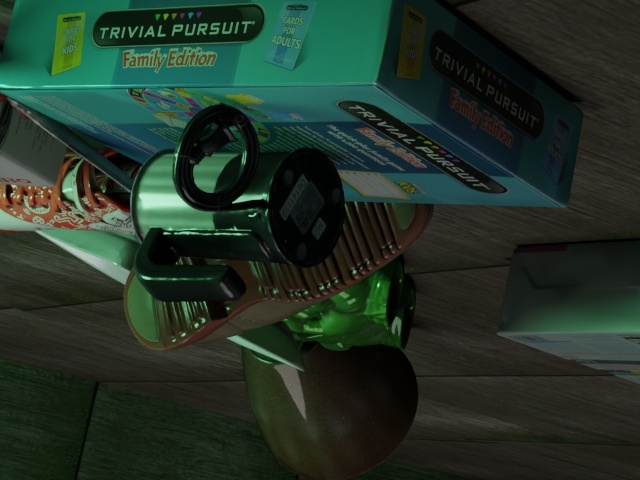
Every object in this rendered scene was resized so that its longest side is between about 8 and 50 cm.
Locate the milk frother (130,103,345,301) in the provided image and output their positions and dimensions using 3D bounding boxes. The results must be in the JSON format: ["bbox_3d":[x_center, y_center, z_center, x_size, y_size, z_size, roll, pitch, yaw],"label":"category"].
[{"bbox_3d":[-0.080,-0.039,1.291,0.135,0.129,0.143,1,121,39],"label":"milk frother"}]

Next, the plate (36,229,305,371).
[{"bbox_3d":[-0.175,0.045,2.078,0.278,0.045,0.277,32,173,-33],"label":"plate"}]

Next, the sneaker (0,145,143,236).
[{"bbox_3d":[-0.231,-0.056,1.723,0.270,0.090,0.145,8,167,0],"label":"sneaker"}]

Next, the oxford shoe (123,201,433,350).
[{"bbox_3d":[-0.023,0.005,1.690,0.348,0.123,0.130,-21,169,37],"label":"oxford shoe"}]

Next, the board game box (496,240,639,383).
[{"bbox_3d":[0.361,0.086,1.816,0.303,0.097,0.224,22,166,-35],"label":"board game box"}]

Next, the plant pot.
[{"bbox_3d":[-0.009,0.155,2.308,0.215,0.215,0.230,7,153,22],"label":"plant pot"}]

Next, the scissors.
[{"bbox_3d":[-0.231,-0.115,1.373,0.297,0.021,0.109,32,-165,-37],"label":"scissors"}]

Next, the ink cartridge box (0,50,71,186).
[{"bbox_3d":[-0.318,-0.115,1.525,0.148,0.086,0.203,5,166,27],"label":"ink cartridge box"}]

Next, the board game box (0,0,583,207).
[{"bbox_3d":[-0.021,-0.101,1.324,0.336,0.079,0.254,2,165,36],"label":"board game box"}]

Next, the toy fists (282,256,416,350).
[{"bbox_3d":[0.020,0.067,2.050,0.142,0.096,0.279,11,170,11],"label":"toy fists"}]
